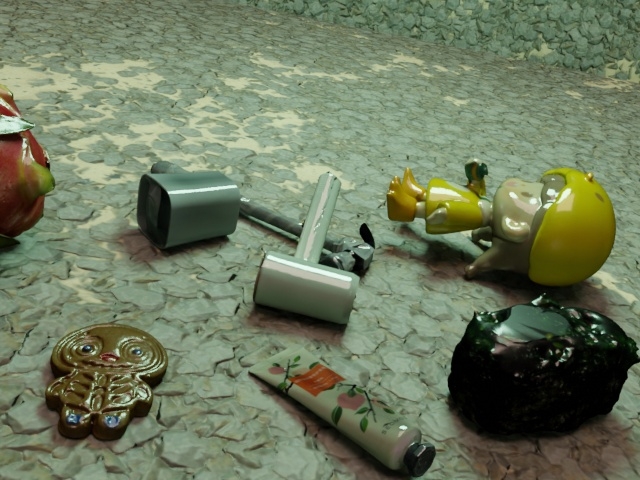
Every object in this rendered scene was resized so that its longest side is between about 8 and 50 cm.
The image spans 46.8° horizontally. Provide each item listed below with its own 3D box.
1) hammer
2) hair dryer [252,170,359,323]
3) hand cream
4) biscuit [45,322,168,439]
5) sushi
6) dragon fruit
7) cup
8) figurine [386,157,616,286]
[{"bbox_3d":[-0.108,-0.047,1.168,0.427,0.044,0.152,23,29,22],"label":"hammer"},{"bbox_3d":[0.000,0.000,1.015,0.131,0.073,0.236,14,51,2],"label":"hair dryer"},{"bbox_3d":[0.023,0.176,0.799,0.080,0.050,0.234,-21,35,-40],"label":"hand cream"},{"bbox_3d":[-0.226,0.140,0.784,0.124,0.026,0.175,5,28,-10],"label":"biscuit"},{"bbox_3d":[0.261,0.142,0.860,0.225,0.127,0.124,0,29,-25],"label":"sushi"},{"bbox_3d":[-0.452,-0.084,0.943,0.224,0.224,0.227,27,29,27],"label":"dragon fruit"},{"bbox_3d":[-0.205,-0.055,1.093,0.129,0.095,0.128,-9,32,-40],"label":"cup"},{"bbox_3d":[0.286,-0.041,1.170,0.344,0.187,0.215,13,36,17],"label":"figurine"}]
